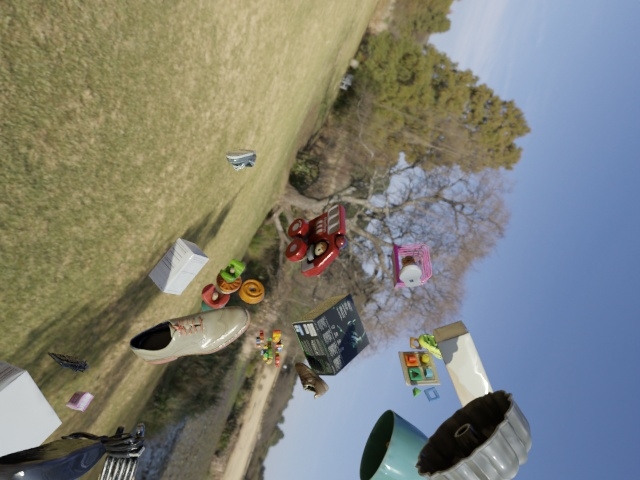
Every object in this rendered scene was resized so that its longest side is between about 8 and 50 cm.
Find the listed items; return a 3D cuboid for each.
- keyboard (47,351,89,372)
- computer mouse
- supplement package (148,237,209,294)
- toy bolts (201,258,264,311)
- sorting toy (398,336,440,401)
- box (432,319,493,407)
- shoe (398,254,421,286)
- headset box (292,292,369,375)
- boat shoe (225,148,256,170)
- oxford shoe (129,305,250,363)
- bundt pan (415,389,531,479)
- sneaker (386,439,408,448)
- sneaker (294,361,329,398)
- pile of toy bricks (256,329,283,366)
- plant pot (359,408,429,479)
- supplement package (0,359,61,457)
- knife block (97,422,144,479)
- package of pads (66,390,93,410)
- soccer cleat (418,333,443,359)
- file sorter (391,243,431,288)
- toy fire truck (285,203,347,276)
[{"bbox_3d":[-0.820,0.398,1.350,0.038,0.100,0.192,-51,173,-19],"label":"keyboard"},{"bbox_3d":[-0.493,0.433,0.777,0.272,0.188,0.072,48,41,-71],"label":"computer mouse"},{"bbox_3d":[-0.706,0.131,2.026,0.244,0.134,0.139,-50,157,1],"label":"supplement package"},{"bbox_3d":[-0.356,0.226,1.585,0.228,0.218,0.158,-45,167,-45],"label":"toy bolts"},{"bbox_3d":[0.504,0.638,2.050,0.047,0.196,0.347,108,-19,-45],"label":"sorting toy"},{"bbox_3d":[0.528,0.468,1.477,0.148,0.121,0.311,-34,102,-78],"label":"box"},{"bbox_3d":[0.262,0.078,1.195,0.178,0.063,0.081,50,31,-64],"label":"shoe"},{"bbox_3d":[0.056,0.387,1.706,0.131,0.246,0.283,-17,-172,43],"label":"headset box"},{"bbox_3d":[-0.380,-0.390,1.978,0.319,0.116,0.099,-75,171,-73],"label":"boat shoe"},{"bbox_3d":[-0.380,0.274,1.193,0.130,0.348,0.123,82,-15,-64],"label":"oxford shoe"},{"bbox_3d":[0.419,0.557,1.078,0.331,0.124,0.331,-37,167,-10],"label":"bundt pan"},{"bbox_3d":[0.293,0.782,1.548,0.037,0.083,0.032,72,9,-66],"label":"sneaker"},{"bbox_3d":[-0.053,0.540,1.570,0.071,0.188,0.066,-36,127,-28],"label":"sneaker"},{"bbox_3d":[-0.223,0.490,1.779,0.105,0.118,0.212,-102,-164,-47],"label":"pile of toy bricks"},{"bbox_3d":[0.326,0.873,1.620,0.293,0.235,0.293,-62,179,-2],"label":"plant pot"},{"bbox_3d":[-0.746,0.381,0.905,0.149,0.203,0.194,-52,145,-50],"label":"supplement package"},{"bbox_3d":[-0.561,0.655,1.116,0.242,0.088,0.275,-90,-157,-48],"label":"knife block"},{"bbox_3d":[-0.724,0.483,1.219,0.083,0.032,0.050,-13,-141,39],"label":"package of pads"},{"bbox_3d":[0.608,0.568,2.078,0.121,0.289,0.093,-51,-157,37],"label":"soccer cleat"},{"bbox_3d":[0.492,0.142,2.211,0.290,0.182,0.202,60,26,-76],"label":"file sorter"},{"bbox_3d":[0.000,0.000,1.733,0.254,0.169,0.302,-29,-140,29],"label":"toy fire truck"}]
